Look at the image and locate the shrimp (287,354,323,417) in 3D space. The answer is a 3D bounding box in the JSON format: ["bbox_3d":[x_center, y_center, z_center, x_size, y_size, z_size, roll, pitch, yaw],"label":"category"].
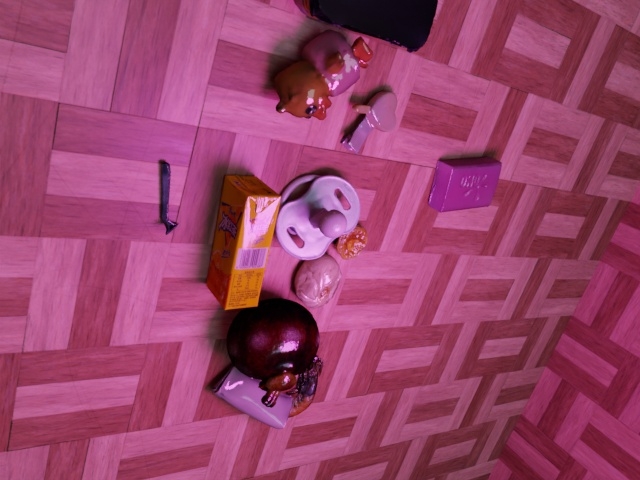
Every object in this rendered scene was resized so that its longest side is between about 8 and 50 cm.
[{"bbox_3d":[-0.097,0.537,2.088,0.222,0.054,0.290,5,117,-37],"label":"shrimp"}]

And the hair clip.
[{"bbox_3d":[0.147,-0.366,1.718,0.218,0.071,0.159,-51,131,-5],"label":"hair clip"}]

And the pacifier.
[{"bbox_3d":[0.005,-0.072,1.687,0.287,0.226,0.238,-37,113,-13],"label":"pacifier"}]

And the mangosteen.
[{"bbox_3d":[-0.138,0.320,1.769,0.297,0.293,0.297,-18,137,-18],"label":"mangosteen"}]

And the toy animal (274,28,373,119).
[{"bbox_3d":[-0.006,-0.429,1.507,0.169,0.195,0.281,41,84,-4],"label":"toy animal"}]

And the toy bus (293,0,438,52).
[{"bbox_3d":[0.103,-0.610,1.466,0.386,0.162,0.171,2,112,-36],"label":"toy bus"}]

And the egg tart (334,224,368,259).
[{"bbox_3d":[0.097,0.003,1.908,0.130,0.052,0.130,-19,127,-27],"label":"egg tart"}]

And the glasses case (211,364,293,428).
[{"bbox_3d":[-0.231,0.530,1.959,0.308,0.083,0.128,41,72,-29],"label":"glasses case"}]

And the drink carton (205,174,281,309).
[{"bbox_3d":[-0.223,0.005,1.610,0.111,0.154,0.351,-3,118,-35],"label":"drink carton"}]

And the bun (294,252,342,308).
[{"bbox_3d":[-0.002,0.137,1.878,0.164,0.111,0.188,27,96,-45],"label":"bun"}]

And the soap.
[{"bbox_3d":[0.521,-0.204,2.067,0.259,0.081,0.181,-8,120,-32],"label":"soap"}]

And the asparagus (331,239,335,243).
[{"bbox_3d":[0.000,0.000,1.861,0.127,0.015,0.018,8,113,-39],"label":"asparagus"}]

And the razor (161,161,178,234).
[{"bbox_3d":[-0.403,-0.112,1.496,0.066,0.033,0.190,-61,157,-62],"label":"razor"}]
